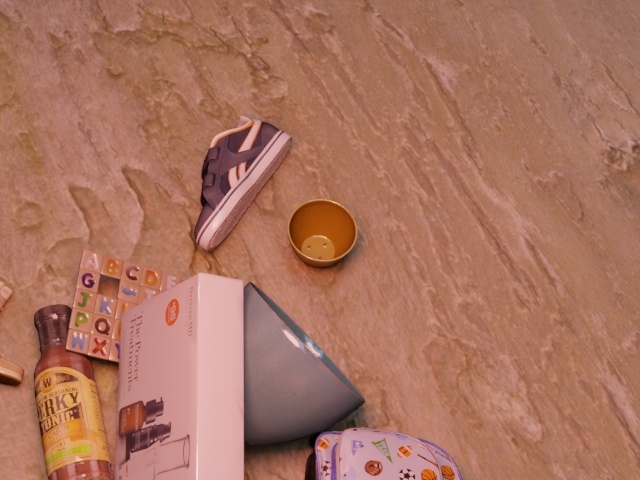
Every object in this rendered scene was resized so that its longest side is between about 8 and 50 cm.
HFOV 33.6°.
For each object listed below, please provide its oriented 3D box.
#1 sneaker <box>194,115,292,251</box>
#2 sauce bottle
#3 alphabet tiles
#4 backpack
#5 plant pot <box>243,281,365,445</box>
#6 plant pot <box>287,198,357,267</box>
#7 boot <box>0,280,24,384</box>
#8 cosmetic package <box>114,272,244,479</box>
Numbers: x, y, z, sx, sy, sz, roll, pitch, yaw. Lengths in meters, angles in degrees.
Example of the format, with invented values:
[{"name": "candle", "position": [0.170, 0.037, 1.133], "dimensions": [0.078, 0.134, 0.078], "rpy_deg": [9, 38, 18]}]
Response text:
[{"name": "sneaker", "position": [-0.184, -0.118, 2.087], "dimensions": [0.127, 0.126, 0.321], "rpy_deg": [30, 53, 4]}, {"name": "sauce bottle", "position": [-0.445, 0.278, 1.863], "dimensions": [0.111, 0.111, 0.344], "rpy_deg": [-13, 62, -12]}, {"name": "alphabet tiles", "position": [-0.339, 0.136, 1.947], "dimensions": [0.237, 0.009, 0.198], "rpy_deg": [18, 59, -26]}, {"name": "backpack", "position": [0.114, 0.442, 1.799], "dimensions": [0.263, 0.213, 0.276], "rpy_deg": [8, 59, -14]}, {"name": "plant pot", "position": [-0.092, 0.242, 1.849], "dimensions": [0.195, 0.290, 0.290], "rpy_deg": [-44, 74, -2]}, {"name": "plant pot", "position": [0.000, 0.000, 2.062], "dimensions": [0.134, 0.095, 0.134], "rpy_deg": [2, 63, -5]}, {"name": "boot", "position": [-0.601, 0.157, 1.926], "dimensions": [0.213, 0.077, 0.165], "rpy_deg": [24, 61, 9]}, {"name": "cosmetic package", "position": [-0.238, 0.273, 1.765], "dimensions": [0.097, 0.284, 0.377], "rpy_deg": [14, 65, -36]}]
